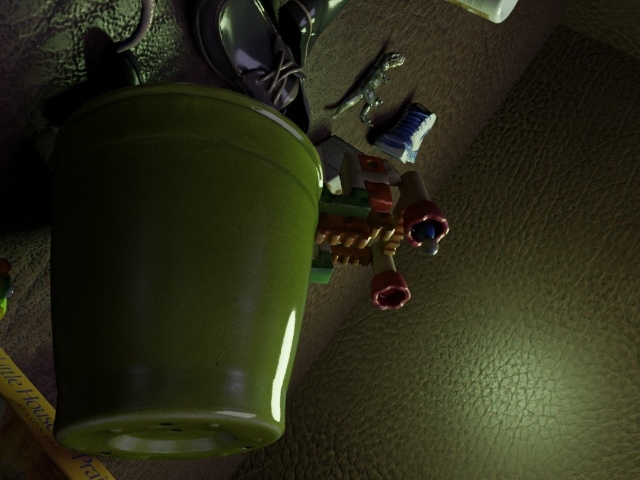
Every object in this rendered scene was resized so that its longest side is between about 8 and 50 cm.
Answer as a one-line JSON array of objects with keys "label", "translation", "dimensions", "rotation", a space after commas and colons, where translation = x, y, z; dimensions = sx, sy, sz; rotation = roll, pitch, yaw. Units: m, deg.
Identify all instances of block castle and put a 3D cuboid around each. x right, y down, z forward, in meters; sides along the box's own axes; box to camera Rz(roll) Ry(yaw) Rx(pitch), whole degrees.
[{"label": "block castle", "translation": [0.000, 0.000, 1.020], "dimensions": [0.213, 0.452, 0.303], "rotation": [-98, -160, -44]}]

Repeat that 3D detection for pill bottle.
[{"label": "pill bottle", "translation": [0.341, -0.606, 1.157], "dimensions": [0.131, 0.229, 0.131], "rotation": [-47, 160, -23]}]

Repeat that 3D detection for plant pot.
[{"label": "plant pot", "translation": [-0.168, 0.068, 0.625], "dimensions": [0.367, 0.366, 0.353], "rotation": [93, -6, -58]}]

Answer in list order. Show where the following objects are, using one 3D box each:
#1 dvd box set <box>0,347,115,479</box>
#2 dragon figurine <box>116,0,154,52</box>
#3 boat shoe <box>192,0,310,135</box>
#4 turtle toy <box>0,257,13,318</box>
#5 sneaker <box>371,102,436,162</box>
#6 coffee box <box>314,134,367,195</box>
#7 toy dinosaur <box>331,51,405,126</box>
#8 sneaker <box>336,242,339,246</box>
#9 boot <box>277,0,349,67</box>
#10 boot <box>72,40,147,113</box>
[{"label": "dvd box set", "translation": [-0.414, 0.323, 0.589], "dimensions": [0.308, 0.420, 0.062], "rotation": [-54, 158, 0]}, {"label": "dragon figurine", "translation": [-0.203, -0.339, 0.502], "dimensions": [0.085, 0.144, 0.289], "rotation": [-45, 178, -31]}, {"label": "boat shoe", "translation": [-0.083, -0.279, 0.828], "dimensions": [0.132, 0.130, 0.355], "rotation": [-54, 162, -5]}, {"label": "turtle toy", "translation": [-0.431, 0.058, 0.636], "dimensions": [0.066, 0.095, 0.130], "rotation": [-66, 178, -55]}, {"label": "sneaker", "translation": [0.272, -0.354, 1.616], "dimensions": [0.182, 0.127, 0.315], "rotation": [-65, 166, 17]}, {"label": "coffee box", "translation": [-0.026, -0.121, 1.255], "dimensions": [0.297, 0.118, 0.168], "rotation": [-38, 156, -41]}, {"label": "toy dinosaur", "translation": [0.120, -0.368, 1.290], "dimensions": [0.268, 0.064, 0.118], "rotation": [-49, 146, -16]}, {"label": "sneaker", "translation": [0.085, -0.065, 1.291], "dimensions": [0.153, 0.094, 0.235], "rotation": [-59, 163, 18]}, {"label": "boot", "translation": [-0.003, -0.367, 0.844], "dimensions": [0.137, 0.077, 0.198], "rotation": [-41, -170, -7]}, {"label": "boot", "translation": [-0.276, -0.185, 0.658], "dimensions": [0.099, 0.045, 0.121], "rotation": [-42, 158, -25]}]
